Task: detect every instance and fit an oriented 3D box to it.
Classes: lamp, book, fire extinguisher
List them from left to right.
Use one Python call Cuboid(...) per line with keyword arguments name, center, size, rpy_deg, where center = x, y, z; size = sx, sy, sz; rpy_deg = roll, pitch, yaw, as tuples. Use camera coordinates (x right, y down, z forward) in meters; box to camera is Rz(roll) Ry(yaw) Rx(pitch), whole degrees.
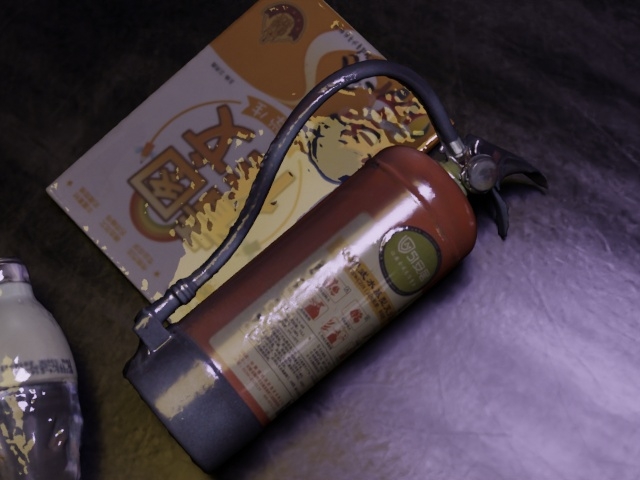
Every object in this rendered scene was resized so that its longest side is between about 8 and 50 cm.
Cuboid(name="lamp", center=(-0.240, 0.131, 1.281), size=(0.101, 0.101, 0.250), rpy_deg=(-13, 78, 1))
Cuboid(name="book", center=(-0.061, -0.070, 1.374), size=(0.295, 0.020, 0.208), rpy_deg=(-43, 75, -9))
Cuboid(name="fire extinguisher", center=(0.007, 0.007, 1.261), size=(0.376, 0.200, 0.113), rpy_deg=(-39, 46, -10))
